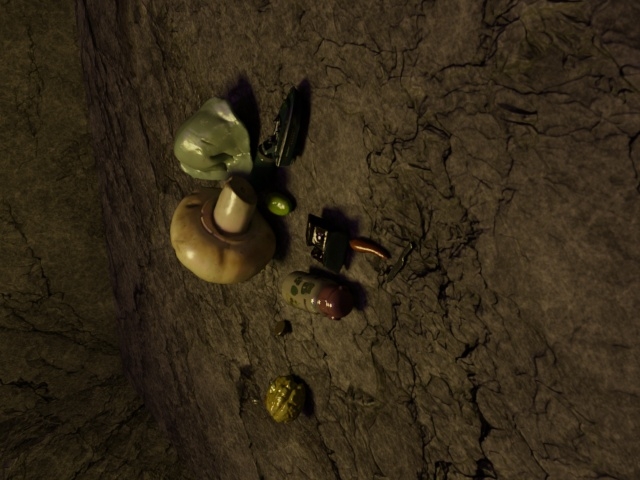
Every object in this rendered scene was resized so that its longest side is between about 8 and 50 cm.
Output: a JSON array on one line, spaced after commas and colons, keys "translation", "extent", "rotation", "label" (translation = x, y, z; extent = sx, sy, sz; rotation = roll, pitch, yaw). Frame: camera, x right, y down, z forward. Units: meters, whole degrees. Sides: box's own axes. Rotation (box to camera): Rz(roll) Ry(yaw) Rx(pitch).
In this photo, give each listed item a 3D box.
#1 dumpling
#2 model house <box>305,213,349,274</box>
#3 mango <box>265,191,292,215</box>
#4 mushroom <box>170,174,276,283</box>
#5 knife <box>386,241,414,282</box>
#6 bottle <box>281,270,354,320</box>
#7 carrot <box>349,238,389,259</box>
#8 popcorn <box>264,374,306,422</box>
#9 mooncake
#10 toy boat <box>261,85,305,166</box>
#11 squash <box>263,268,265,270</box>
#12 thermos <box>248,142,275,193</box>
[{"translation": [-0.358, -0.344, 1.833], "extent": [0.320, 0.270, 0.211], "rotation": [142, 131, -77], "label": "dumpling"}, {"translation": [-0.001, 0.006, 1.566], "extent": [0.152, 0.106, 0.165], "rotation": [33, 125, 39], "label": "model house"}, {"translation": [-0.132, -0.117, 1.730], "extent": [0.108, 0.056, 0.073], "rotation": [19, 125, 45], "label": "mango"}, {"translation": [-0.302, -0.035, 1.804], "extent": [0.353, 0.353, 0.325], "rotation": [14, 159, 50], "label": "mushroom"}, {"translation": [0.205, 0.062, 1.401], "extent": [0.023, 0.010, 0.170], "rotation": [59, 144, 28], "label": "knife"}, {"translation": [-0.004, 0.169, 1.630], "extent": [0.253, 0.120, 0.120], "rotation": [13, 115, 51], "label": "bottle"}, {"translation": [0.130, 0.022, 1.465], "extent": [0.142, 0.035, 0.035], "rotation": [21, 121, 42], "label": "carrot"}, {"translation": [-0.129, 0.568, 1.958], "extent": [0.173, 0.142, 0.173], "rotation": [-176, 90, -76], "label": "popcorn"}, {"translation": [-0.191, 0.458, 1.939], "extent": [0.346, 0.057, 0.150], "rotation": [-63, 27, 21], "label": "mooncake"}, {"translation": [-0.103, -0.332, 1.568], "extent": [0.093, 0.103, 0.246], "rotation": [-112, 33, -50], "label": "toy boat"}, {"translation": [-0.282, 0.091, 2.007], "extent": [0.200, 0.090, 0.075], "rotation": [3, 98, 59], "label": "squash"}, {"translation": [-0.185, -0.222, 1.747], "extent": [0.083, 0.073, 0.187], "rotation": [38, 137, 9], "label": "thermos"}]
